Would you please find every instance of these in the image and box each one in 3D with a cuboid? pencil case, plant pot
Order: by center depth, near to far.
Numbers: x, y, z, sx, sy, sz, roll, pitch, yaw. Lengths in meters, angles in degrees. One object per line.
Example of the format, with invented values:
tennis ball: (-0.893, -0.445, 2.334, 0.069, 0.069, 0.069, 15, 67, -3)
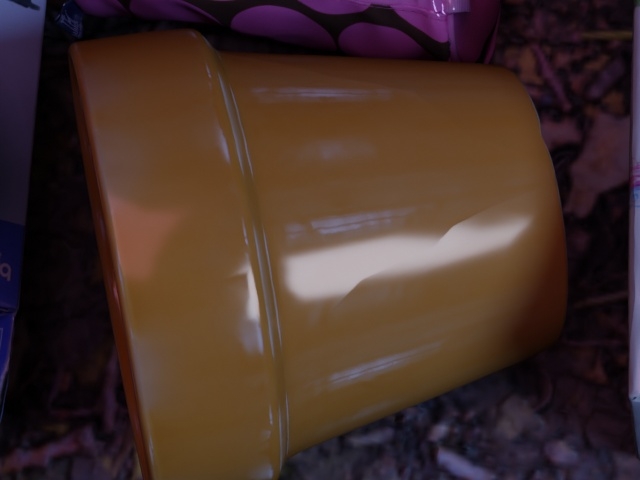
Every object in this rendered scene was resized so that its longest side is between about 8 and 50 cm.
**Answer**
plant pot: (0.000, 0.000, 0.839, 0.188, 0.205, 0.205, -10, 72, -8)
pencil case: (-0.019, -0.131, 0.918, 0.209, 0.098, 0.095, 9, 85, 14)

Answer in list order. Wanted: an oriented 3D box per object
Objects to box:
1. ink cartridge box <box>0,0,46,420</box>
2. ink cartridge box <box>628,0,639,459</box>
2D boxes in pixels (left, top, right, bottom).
ink cartridge box: (-0.209, -0.060, 0.913, 0.185, 0.065, 0.311, -12, 72, 43)
ink cartridge box: (0.177, -0.019, 0.817, 0.093, 0.154, 0.212, -1, 75, 11)
